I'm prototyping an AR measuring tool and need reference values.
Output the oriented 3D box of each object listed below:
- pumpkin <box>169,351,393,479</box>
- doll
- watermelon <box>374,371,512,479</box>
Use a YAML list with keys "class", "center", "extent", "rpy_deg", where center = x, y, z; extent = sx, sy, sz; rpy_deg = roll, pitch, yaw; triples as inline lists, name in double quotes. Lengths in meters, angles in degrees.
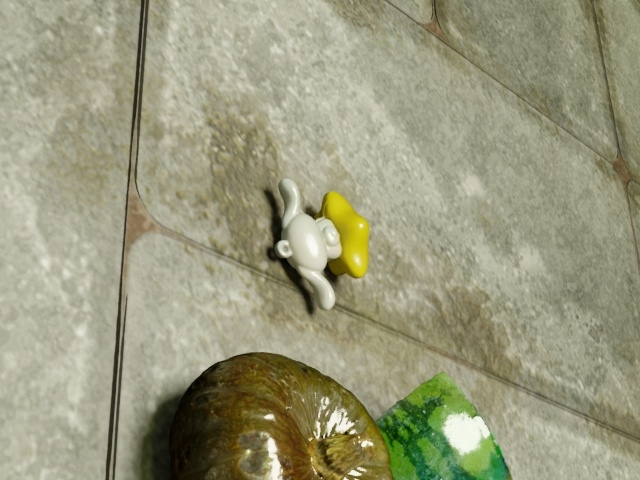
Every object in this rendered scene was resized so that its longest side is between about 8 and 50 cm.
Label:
- class: "pumpkin"
  center: [-0.021, 0.202, 0.950]
  extent: [0.219, 0.162, 0.219]
  rpy_deg: [33, 42, -36]
- class: "doll"
  center: [0.003, 0.007, 1.174]
  extent: [0.113, 0.071, 0.135]
  rpy_deg: [17, 62, -35]
- class: "watermelon"
  center: [0.103, 0.266, 1.120]
  extent: [0.146, 0.128, 0.231]
  rpy_deg: [-24, 91, -35]
